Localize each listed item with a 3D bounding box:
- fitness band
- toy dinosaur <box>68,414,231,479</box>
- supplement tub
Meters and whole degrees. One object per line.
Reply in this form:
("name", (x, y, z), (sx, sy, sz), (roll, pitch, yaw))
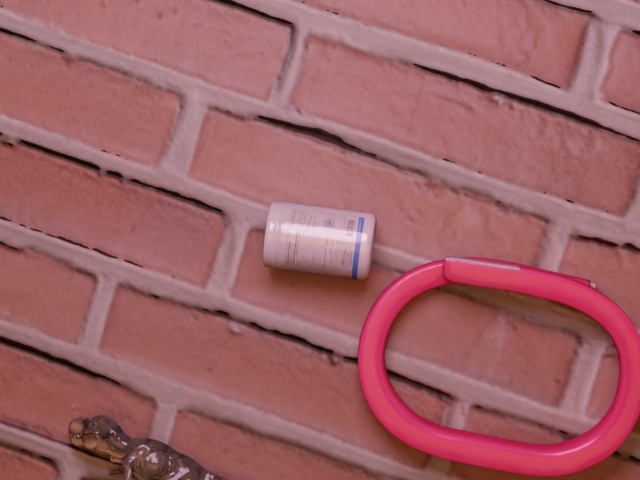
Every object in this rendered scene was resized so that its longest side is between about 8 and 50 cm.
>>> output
("fitness band", (0.182, 0.126, 1.529), (0.291, 0.054, 0.209), (11, 97, 4))
("toy dinosaur", (-0.147, 0.269, 1.556), (0.268, 0.064, 0.118), (20, 88, -1))
("supplement tub", (0.000, 0.000, 1.521), (0.107, 0.071, 0.071), (8, 94, 5))
